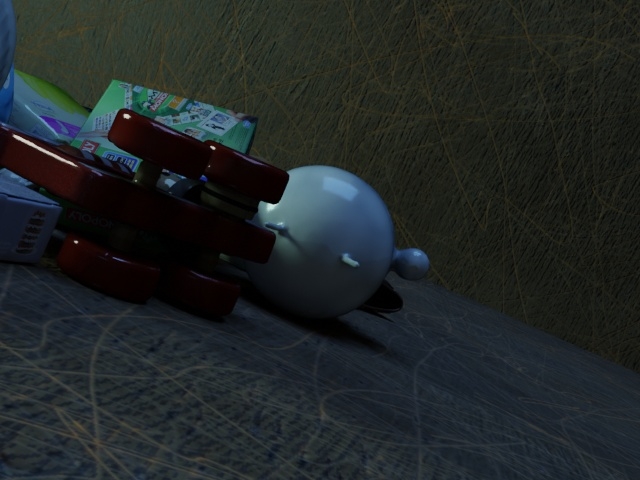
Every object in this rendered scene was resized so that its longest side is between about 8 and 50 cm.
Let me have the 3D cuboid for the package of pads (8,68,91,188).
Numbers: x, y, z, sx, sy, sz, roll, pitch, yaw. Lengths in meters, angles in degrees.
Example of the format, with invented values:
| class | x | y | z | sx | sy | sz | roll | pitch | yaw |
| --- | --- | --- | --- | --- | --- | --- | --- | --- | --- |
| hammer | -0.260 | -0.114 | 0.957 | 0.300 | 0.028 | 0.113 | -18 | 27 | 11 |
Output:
| class | x | y | z | sx | sy | sz | roll | pitch | yaw |
| --- | --- | --- | --- | --- | --- | --- | --- | --- | --- |
| package of pads | -0.419 | -0.165 | 1.761 | 0.229 | 0.101 | 0.296 | 40 | 8 | 18 |

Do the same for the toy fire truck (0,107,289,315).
| class | x | y | z | sx | sy | sz | roll | pitch | yaw |
| --- | --- | --- | --- | --- | --- | --- | --- | --- | --- |
| toy fire truck | -0.198 | -0.051 | 1.219 | 0.254 | 0.169 | 0.302 | 27 | 6 | 37 |

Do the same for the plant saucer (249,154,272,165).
| class | x | y | z | sx | sy | sz | roll | pitch | yaw |
| --- | --- | --- | --- | --- | --- | --- | --- | --- | --- |
| plant saucer | -0.152 | -0.050 | 1.661 | 0.200 | 0.200 | 0.037 | 18 | 42 | -62 |

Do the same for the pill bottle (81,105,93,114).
| class | x | y | z | sx | sy | sz | roll | pitch | yaw |
| --- | --- | --- | --- | --- | --- | --- | --- | --- | --- |
| pill bottle | -0.414 | -0.174 | 2.096 | 0.122 | 0.123 | 0.219 | 27 | 4 | 40 |

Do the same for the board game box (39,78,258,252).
| class | x | y | z | sx | sy | sz | roll | pitch | yaw |
| --- | --- | --- | --- | --- | --- | --- | --- | --- | --- |
| board game box | -0.211 | -0.099 | 1.486 | 0.213 | 0.046 | 0.317 | 14 | 33 | 0 |

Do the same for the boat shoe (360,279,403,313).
| class | x | y | z | sx | sy | sz | roll | pitch | yaw |
| --- | --- | --- | --- | --- | --- | --- | --- | --- | --- |
| boat shoe | 0.056 | 0.071 | 1.927 | 0.207 | 0.073 | 0.073 | 21 | 3 | -40 |

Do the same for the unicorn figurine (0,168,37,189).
| class | x | y | z | sx | sy | sz | roll | pitch | yaw |
| --- | --- | --- | --- | --- | --- | --- | --- | --- | --- |
| unicorn figurine | -0.352 | -0.070 | 1.309 | 0.060 | 0.111 | 0.162 | 55 | -19 | 2 |

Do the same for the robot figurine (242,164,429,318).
| class | x | y | z | sx | sy | sz | roll | pitch | yaw |
| --- | --- | --- | --- | --- | --- | --- | --- | --- | --- |
| robot figurine | 0.000 | 0.000 | 1.564 | 0.299 | 0.200 | 0.353 | 11 | 3 | 3 |

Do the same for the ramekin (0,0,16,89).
| class | x | y | z | sx | sy | sz | roll | pitch | yaw |
| --- | --- | --- | --- | --- | --- | --- | --- | --- | --- |
| ramekin | -0.482 | -0.228 | 1.282 | 0.277 | 0.277 | 0.135 | 23 | 12 | -20 |

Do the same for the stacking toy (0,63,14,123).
| class | x | y | z | sx | sy | sz | roll | pitch | yaw |
| --- | --- | --- | --- | --- | --- | --- | --- | --- | --- |
| stacking toy | -0.545 | -0.195 | 1.421 | 0.301 | 0.175 | 0.165 | 1 | -23 | -32 |

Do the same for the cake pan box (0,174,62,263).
| class | x | y | z | sx | sy | sz | roll | pitch | yaw |
| --- | --- | --- | --- | --- | --- | --- | --- | --- | --- |
| cake pan box | -0.391 | -0.062 | 0.985 | 0.245 | 0.070 | 0.267 | 23 | 3 | 17 |

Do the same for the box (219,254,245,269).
| class | x | y | z | sx | sy | sz | roll | pitch | yaw |
| --- | --- | --- | --- | --- | --- | --- | --- | --- | --- |
| box | -0.077 | -0.024 | 1.907 | 0.121 | 0.148 | 0.311 | 26 | 5 | 23 |
